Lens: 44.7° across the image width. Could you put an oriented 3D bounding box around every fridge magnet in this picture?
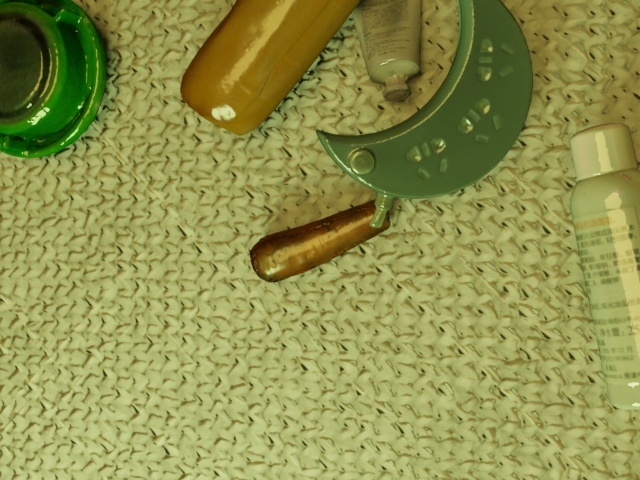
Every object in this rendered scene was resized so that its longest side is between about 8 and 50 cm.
[{"bbox_3d":[-0.359,-0.205,0.953,0.208,0.088,0.208,0,90,18],"label":"fridge magnet"}]

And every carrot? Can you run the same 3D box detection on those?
[{"bbox_3d":[0.000,0.000,0.857,0.161,0.055,0.055,-21,83,10],"label":"carrot"}]

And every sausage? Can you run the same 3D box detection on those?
[{"bbox_3d":[-0.025,-0.259,0.838,0.112,0.112,0.328,42,101,14],"label":"sausage"}]

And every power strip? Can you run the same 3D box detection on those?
[{"bbox_3d":[0.113,-0.126,0.786,0.167,0.054,0.253,37,100,-9],"label":"power strip"}]

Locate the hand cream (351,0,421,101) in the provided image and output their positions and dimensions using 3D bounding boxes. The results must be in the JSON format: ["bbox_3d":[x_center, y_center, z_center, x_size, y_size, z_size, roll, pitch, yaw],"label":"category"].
[{"bbox_3d":[0.076,-0.218,0.840,0.084,0.053,0.142,-11,71,17],"label":"hand cream"}]

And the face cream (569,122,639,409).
[{"bbox_3d":[0.292,0.021,0.744,0.082,0.082,0.269,-11,87,18],"label":"face cream"}]
